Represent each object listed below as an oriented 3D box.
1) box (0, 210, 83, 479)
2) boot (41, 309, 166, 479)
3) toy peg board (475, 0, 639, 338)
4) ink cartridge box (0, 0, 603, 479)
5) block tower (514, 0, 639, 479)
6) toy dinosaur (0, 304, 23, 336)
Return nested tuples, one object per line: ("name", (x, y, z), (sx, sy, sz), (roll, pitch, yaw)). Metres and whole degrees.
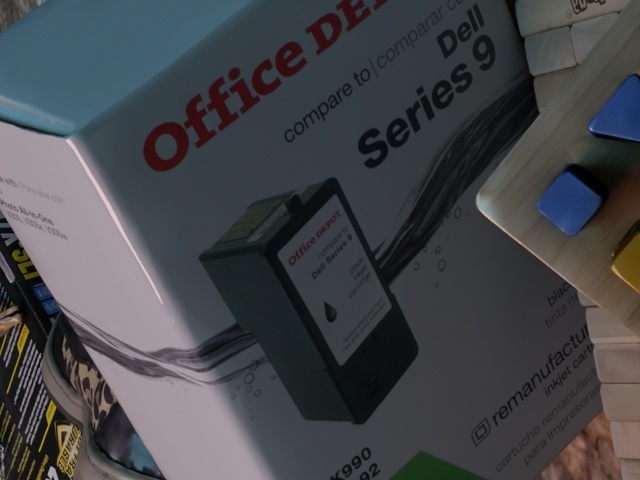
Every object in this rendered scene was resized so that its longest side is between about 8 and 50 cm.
("box", (-0.233, 0.148, 1.319), (0.257, 0.079, 0.322), (53, 140, 26))
("boot", (-0.073, -0.011, 0.960), (0.377, 0.138, 0.284), (-118, 41, -75))
("toy peg board", (0.163, -0.024, 0.580), (0.160, 0.079, 0.161), (39, 101, 6))
("ink cartridge box", (0.000, 0.000, 0.727), (0.121, 0.211, 0.289), (19, 143, 51))
("block tower", (0.167, 0.001, 0.686), (0.091, 0.097, 0.336), (-8, 94, 55))
("toy dinosaur", (-0.293, 0.046, 1.253), (0.183, 0.053, 0.093), (-7, 97, 55))
